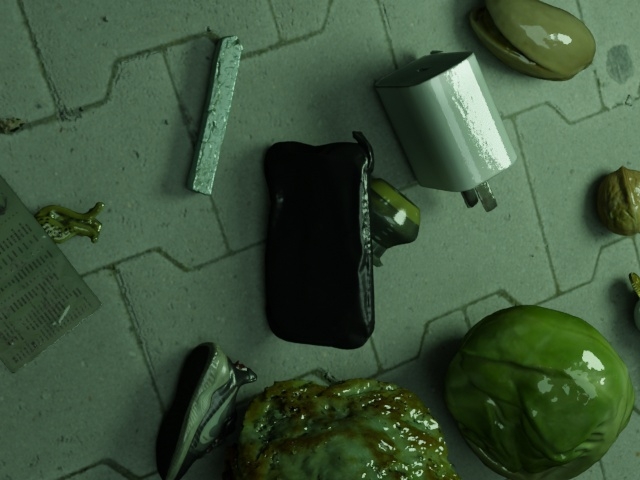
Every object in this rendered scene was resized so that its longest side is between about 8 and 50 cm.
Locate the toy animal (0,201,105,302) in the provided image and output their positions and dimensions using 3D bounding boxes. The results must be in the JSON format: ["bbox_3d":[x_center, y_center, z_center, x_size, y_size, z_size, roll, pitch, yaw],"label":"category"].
[{"bbox_3d":[-0.396,0.015,1.613,0.136,0.073,0.181,16,95,-13],"label":"toy animal"}]

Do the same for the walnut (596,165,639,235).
[{"bbox_3d":[0.538,-0.070,1.958,0.105,0.105,0.124,-16,98,-19],"label":"walnut"}]

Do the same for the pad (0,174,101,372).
[{"bbox_3d":[-0.451,0.038,1.573,0.159,0.009,0.265,-38,90,-9],"label":"pad"}]

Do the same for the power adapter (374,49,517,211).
[{"bbox_3d":[0.208,-0.161,1.766,0.124,0.187,0.255,-30,107,-15],"label":"power adapter"}]

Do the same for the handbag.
[{"bbox_3d":[0.000,-0.003,1.714,0.075,0.192,0.332,-10,102,-56],"label":"handbag"}]

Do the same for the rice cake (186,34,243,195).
[{"bbox_3d":[-0.160,-0.190,1.691,0.042,0.045,0.245,11,93,-20],"label":"rice cake"}]

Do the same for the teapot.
[{"bbox_3d":[0.076,-0.039,1.769,0.166,0.130,0.119,38,97,-11],"label":"teapot"}]

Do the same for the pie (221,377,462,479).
[{"bbox_3d":[0.052,0.385,1.653,0.395,0.418,0.180,0,125,-22],"label":"pie"}]

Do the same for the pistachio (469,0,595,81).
[{"bbox_3d":[0.353,-0.338,1.841,0.226,0.136,0.135,24,88,-15],"label":"pistachio"}]

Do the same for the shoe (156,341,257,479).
[{"bbox_3d":[-0.175,0.273,1.725,0.112,0.099,0.227,19,89,-30],"label":"shoe"}]

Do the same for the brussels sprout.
[{"bbox_3d":[0.344,0.247,1.816,0.247,0.328,0.328,-41,111,-36],"label":"brussels sprout"}]

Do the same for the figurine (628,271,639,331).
[{"bbox_3d":[0.652,0.155,2.014,0.143,0.143,0.271,-39,110,-13],"label":"figurine"}]
